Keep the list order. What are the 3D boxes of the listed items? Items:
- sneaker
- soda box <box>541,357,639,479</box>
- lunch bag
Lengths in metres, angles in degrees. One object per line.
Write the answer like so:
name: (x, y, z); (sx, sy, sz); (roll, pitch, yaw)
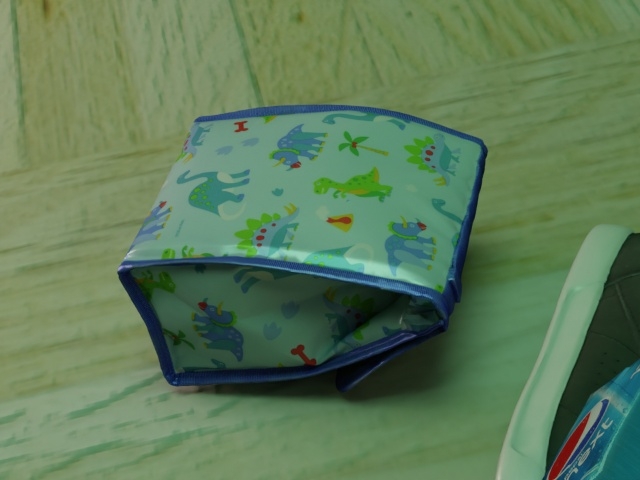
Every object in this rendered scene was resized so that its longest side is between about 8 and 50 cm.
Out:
sneaker: (0.155, 0.092, 0.617); (0.147, 0.104, 0.296); (1, 36, 21)
soda box: (0.170, 0.125, 0.522); (0.210, 0.067, 0.071); (35, 60, 2)
lunch bag: (0.000, 0.000, 0.773); (0.151, 0.096, 0.129); (-6, 38, 21)
